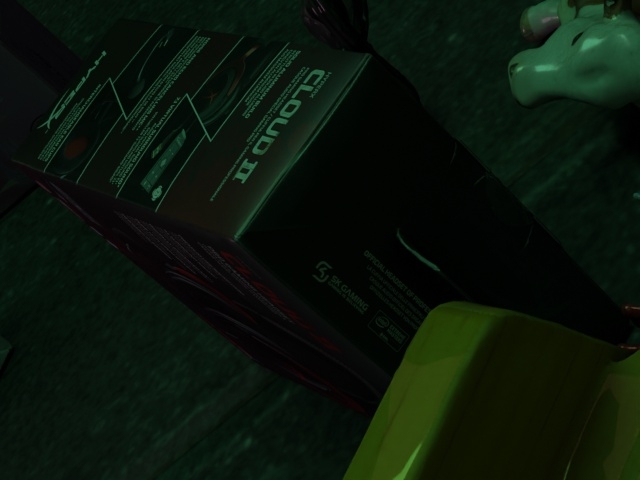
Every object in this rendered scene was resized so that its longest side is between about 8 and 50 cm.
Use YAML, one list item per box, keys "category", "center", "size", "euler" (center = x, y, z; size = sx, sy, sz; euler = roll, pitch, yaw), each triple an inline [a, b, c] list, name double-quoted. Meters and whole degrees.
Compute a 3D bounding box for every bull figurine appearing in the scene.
- category: "bull figurine"
  center: [0.195, -0.189, 0.921]
  size: [0.310, 0.101, 0.188]
  euler: [-53, 30, -9]

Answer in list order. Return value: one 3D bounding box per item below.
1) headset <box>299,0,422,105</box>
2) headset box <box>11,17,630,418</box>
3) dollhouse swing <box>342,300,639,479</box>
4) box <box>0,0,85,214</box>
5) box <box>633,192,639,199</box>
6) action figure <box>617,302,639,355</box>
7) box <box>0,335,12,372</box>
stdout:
- category: "headset"
  center: [0.113, -0.250, 1.098]
  size: [0.243, 0.185, 0.394]
  euler: [-10, 31, 50]
- category: "headset box"
  center: [0.000, 0.000, 0.828]
  size: [0.110, 0.218, 0.293]
  euler: [-55, 33, -11]
- category: "dollhouse swing"
  center: [0.123, 0.093, 0.424]
  size: [0.347, 0.305, 0.315]
  euler: [9, 61, 38]
- category: "box"
  center: [-0.352, -0.114, 1.377]
  size: [0.243, 0.213, 0.117]
  euler: [-38, 32, 14]
- category: "box"
  center: [0.228, 0.005, 0.646]
  size: [0.178, 0.109, 0.042]
  euler: [8, 98, 49]
- category: "action figure"
  center: [0.195, 0.040, 0.733]
  size: [0.115, 0.030, 0.038]
  euler: [-9, 53, 39]
- category: "box"
  center: [-0.400, 0.091, 1.248]
  size: [0.290, 0.169, 0.087]
  euler: [-15, 43, 42]
